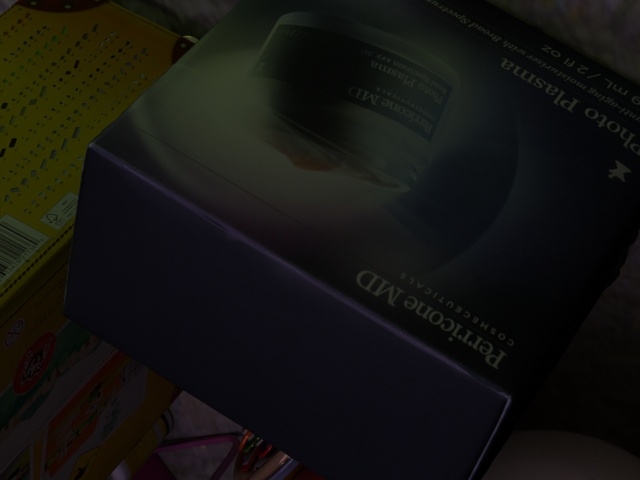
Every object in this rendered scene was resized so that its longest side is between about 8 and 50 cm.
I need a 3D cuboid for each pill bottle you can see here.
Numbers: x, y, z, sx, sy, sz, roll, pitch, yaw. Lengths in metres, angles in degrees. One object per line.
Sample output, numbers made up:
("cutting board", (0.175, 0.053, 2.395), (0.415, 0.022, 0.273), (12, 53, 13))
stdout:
("pill bottle", (-0.202, 0.204, 1.647), (0.065, 0.116, 0.065), (22, 138, 21))

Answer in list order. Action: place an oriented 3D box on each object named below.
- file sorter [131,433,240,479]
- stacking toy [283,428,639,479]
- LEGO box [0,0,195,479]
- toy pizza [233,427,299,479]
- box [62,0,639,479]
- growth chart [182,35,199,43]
("file sorter", (-0.103, 0.361, 1.655), (0.182, 0.202, 0.290), (-14, 117, 42))
("stacking toy", (0.055, 0.242, 1.343), (0.350, 0.351, 0.480), (62, 170, -25))
("LEGO box", (-0.279, 0.094, 1.263), (0.193, 0.500, 0.372), (28, 138, 14))
("toy pizza", (-0.015, 0.117, 1.343), (0.032, 0.201, 0.201), (37, 142, -10))
("box", (0.040, -0.017, 1.097), (0.296, 0.294, 0.182), (30, 141, 11))
("growth chart", (-0.120, -0.081, 1.384), (0.237, 0.021, 0.172), (-11, 119, 43))
